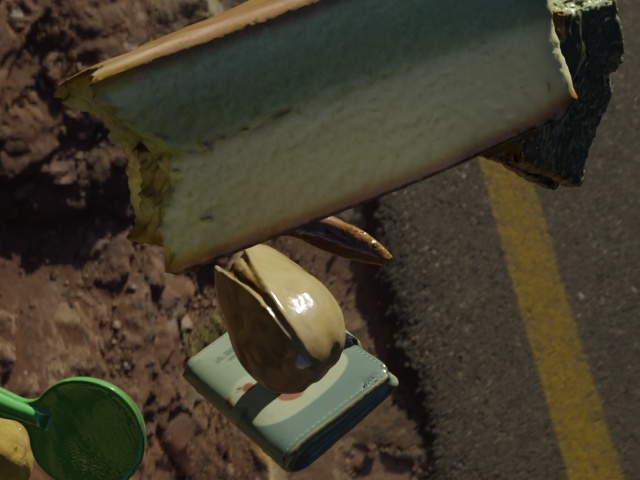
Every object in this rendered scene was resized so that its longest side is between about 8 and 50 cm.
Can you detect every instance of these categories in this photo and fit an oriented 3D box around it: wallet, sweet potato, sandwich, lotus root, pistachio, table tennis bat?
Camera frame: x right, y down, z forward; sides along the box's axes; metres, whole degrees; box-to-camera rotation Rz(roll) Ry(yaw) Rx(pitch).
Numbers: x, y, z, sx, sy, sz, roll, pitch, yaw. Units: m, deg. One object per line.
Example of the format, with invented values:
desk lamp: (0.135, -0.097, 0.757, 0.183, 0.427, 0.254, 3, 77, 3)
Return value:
wallet: (-0.053, 0.223, 1.633, 0.252, 0.083, 0.360, -35, 35, -19)
sweet potato: (-0.002, -0.010, 1.628, 0.255, 0.058, 0.078, 13, 63, -19)
sandwich: (0.379, -0.260, 1.618, 0.131, 0.262, 0.325, 18, 91, 38)
lotus root: (-0.486, 0.288, 1.411, 0.125, 0.221, 0.118, 13, 60, 27)
pistachio: (-0.050, 0.082, 1.110, 0.135, 0.136, 0.226, -14, 37, -20)
sandwich: (-0.016, -0.066, 0.498, 0.186, 0.220, 0.108, -34, 112, -35)
table tennis bat: (-0.362, 0.251, 1.355, 0.257, 0.039, 0.160, 20, 98, 2)
